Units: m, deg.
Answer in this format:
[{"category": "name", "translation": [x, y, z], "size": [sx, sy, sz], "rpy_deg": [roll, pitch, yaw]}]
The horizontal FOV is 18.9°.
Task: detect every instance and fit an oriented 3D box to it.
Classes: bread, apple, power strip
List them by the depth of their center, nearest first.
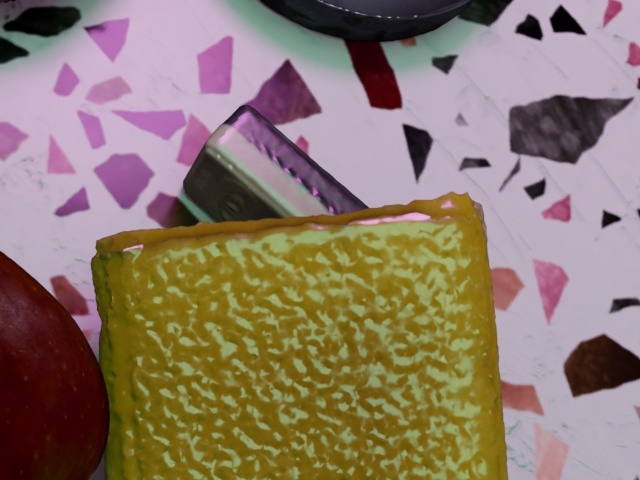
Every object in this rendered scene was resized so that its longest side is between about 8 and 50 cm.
[{"category": "apple", "translation": [-0.311, 0.126, 1.413], "size": [0.288, 0.288, 0.317], "rpy_deg": [-31, 70, -26]}, {"category": "bread", "translation": [-0.012, 0.136, 1.518], "size": [0.324, 0.143, 0.333], "rpy_deg": [-3, 85, -3]}, {"category": "power strip", "translation": [0.000, 0.000, 1.654], "size": [0.257, 0.105, 0.070], "rpy_deg": [40, 65, 1]}]

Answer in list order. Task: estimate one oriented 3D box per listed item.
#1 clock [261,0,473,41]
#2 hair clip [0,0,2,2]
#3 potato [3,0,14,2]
[{"category": "clock", "translation": [0.038, -0.339, 1.826], "size": [0.319, 0.066, 0.318], "rpy_deg": [6, 68, -15]}, {"category": "hair clip", "translation": [-0.439, -0.222, 1.489], "size": [0.392, 0.318, 0.238], "rpy_deg": [-21, 75, -21]}, {"category": "potato", "translation": [-0.242, -0.330, 1.673], "size": [0.229, 0.229, 0.266], "rpy_deg": [38, 83, 0]}]
